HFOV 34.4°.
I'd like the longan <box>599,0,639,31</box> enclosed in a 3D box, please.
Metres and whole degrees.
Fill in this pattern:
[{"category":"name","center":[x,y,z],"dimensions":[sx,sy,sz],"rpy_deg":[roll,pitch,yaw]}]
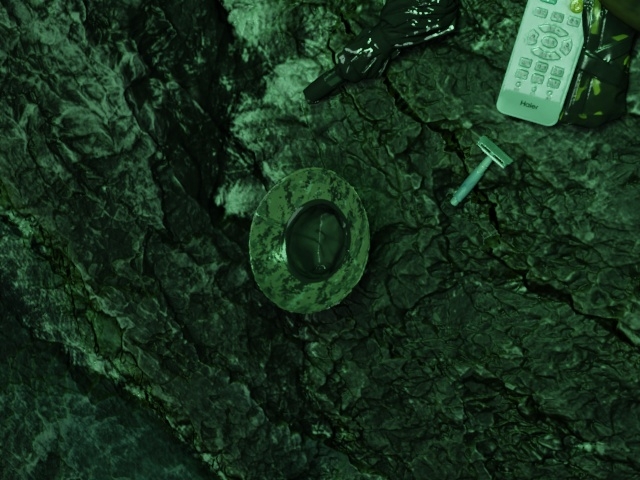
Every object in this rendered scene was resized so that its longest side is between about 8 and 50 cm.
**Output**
[{"category":"longan","center":[0.488,-0.435,1.395],"dimensions":[0.318,0.319,0.319],"rpy_deg":[9,108,27]}]

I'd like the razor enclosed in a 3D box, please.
[{"category":"razor","center":[0.265,-0.109,1.772],"dimensions":[0.068,0.040,0.135],"rpy_deg":[44,125,12]}]

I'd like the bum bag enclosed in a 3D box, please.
[{"category":"bum bag","center":[0.437,-0.286,1.596],"dimensions":[0.106,0.060,0.233],"rpy_deg":[4,111,-12]}]

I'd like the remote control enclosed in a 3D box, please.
[{"category":"remote control","center":[0.368,-0.331,1.636],"dimensions":[0.103,0.051,0.293],"rpy_deg":[17,112,7]}]

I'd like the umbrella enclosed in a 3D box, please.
[{"category":"umbrella","center":[0.093,-0.333,1.771],"dimensions":[0.340,0.118,0.118],"rpy_deg":[-32,87,37]}]

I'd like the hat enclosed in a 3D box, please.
[{"category":"hat","center":[0.000,0.000,1.899],"dimensions":[0.265,0.128,0.266],"rpy_deg":[0,90,24]}]
